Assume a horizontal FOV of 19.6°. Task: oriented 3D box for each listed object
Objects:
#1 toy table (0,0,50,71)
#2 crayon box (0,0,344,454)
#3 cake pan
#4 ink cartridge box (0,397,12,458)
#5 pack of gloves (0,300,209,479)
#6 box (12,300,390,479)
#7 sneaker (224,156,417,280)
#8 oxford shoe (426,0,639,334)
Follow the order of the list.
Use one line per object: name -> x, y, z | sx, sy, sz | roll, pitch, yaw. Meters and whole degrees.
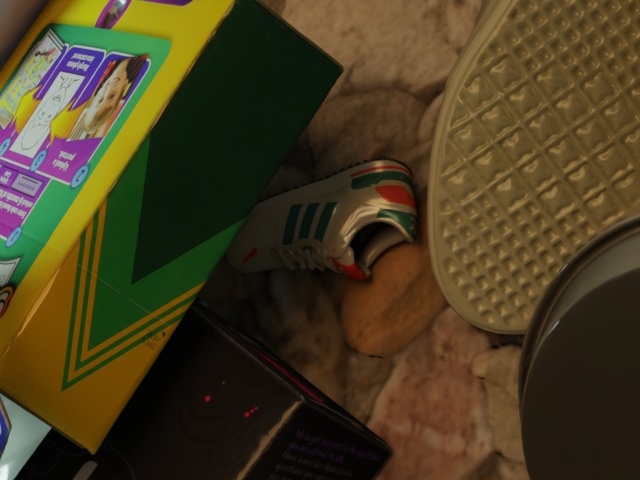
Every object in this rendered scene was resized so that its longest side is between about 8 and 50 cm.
toy table -> -0.294, -0.234, 1.556 | 0.161, 0.252, 0.274 | 35, 78, 19
crayon box -> -0.179, -0.039, 1.380 | 0.313, 0.106, 0.363 | -58, 27, -7
cake pan -> 0.245, 0.121, 1.105 | 0.293, 0.054, 0.293 | 11, 115, 26
ink cartridge box -> -0.289, 0.115, 1.293 | 0.069, 0.371, 0.176 | -19, 74, -24
pack of gloves -> -0.208, 0.059, 1.491 | 0.232, 0.046, 0.195 | -39, 57, 10
box -> -0.109, 0.195, 1.318 | 0.165, 0.143, 0.270 | 35, 89, 36
sneaker -> 0.000, 0.000, 1.391 | 0.161, 0.057, 0.075 | -23, 55, 16
oxford shoe -> 0.180, -0.152, 1.322 | 0.169, 0.130, 0.449 | 11, 88, 0
